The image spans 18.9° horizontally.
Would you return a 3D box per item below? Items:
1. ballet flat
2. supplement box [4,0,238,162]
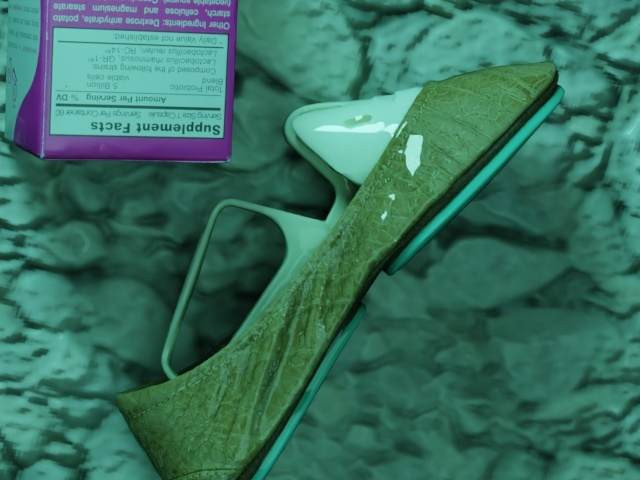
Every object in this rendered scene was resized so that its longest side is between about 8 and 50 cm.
[{"bbox_3d":[0.000,0.000,1.140,0.124,0.116,0.342,38,89,-1],"label":"ballet flat"},{"bbox_3d":[-0.111,-0.156,1.063,0.114,0.111,0.220,1,98,-20],"label":"supplement box"}]
